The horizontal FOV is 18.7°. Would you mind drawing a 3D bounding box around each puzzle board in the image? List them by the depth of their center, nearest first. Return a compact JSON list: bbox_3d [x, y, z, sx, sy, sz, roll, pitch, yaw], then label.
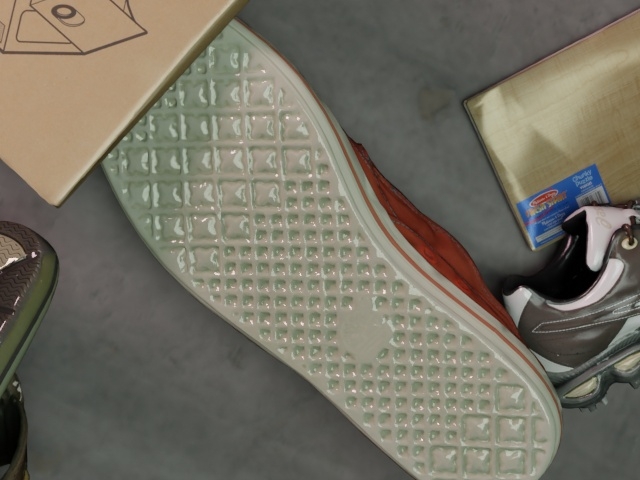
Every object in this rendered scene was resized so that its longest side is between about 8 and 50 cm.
[{"bbox_3d":[0.154,-0.064,1.090,0.128,0.011,0.096,-28,106,-7],"label":"puzzle board"}]

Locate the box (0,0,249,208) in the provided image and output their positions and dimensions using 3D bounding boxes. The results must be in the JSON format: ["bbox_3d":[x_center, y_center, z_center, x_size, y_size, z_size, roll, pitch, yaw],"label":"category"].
[{"bbox_3d":[-0.122,-0.143,0.969,0.164,0.021,0.201,42,87,9],"label":"box"}]

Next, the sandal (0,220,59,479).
[{"bbox_3d":[-0.204,0.131,0.996,0.086,0.120,0.303,15,98,-44],"label":"sandal"}]

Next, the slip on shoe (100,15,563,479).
[{"bbox_3d":[0.000,0.000,1.023,0.331,0.101,0.123,46,106,-4],"label":"slip on shoe"}]

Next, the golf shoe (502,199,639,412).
[{"bbox_3d":[0.189,0.006,1.071,0.198,0.077,0.094,-37,115,-7],"label":"golf shoe"}]
